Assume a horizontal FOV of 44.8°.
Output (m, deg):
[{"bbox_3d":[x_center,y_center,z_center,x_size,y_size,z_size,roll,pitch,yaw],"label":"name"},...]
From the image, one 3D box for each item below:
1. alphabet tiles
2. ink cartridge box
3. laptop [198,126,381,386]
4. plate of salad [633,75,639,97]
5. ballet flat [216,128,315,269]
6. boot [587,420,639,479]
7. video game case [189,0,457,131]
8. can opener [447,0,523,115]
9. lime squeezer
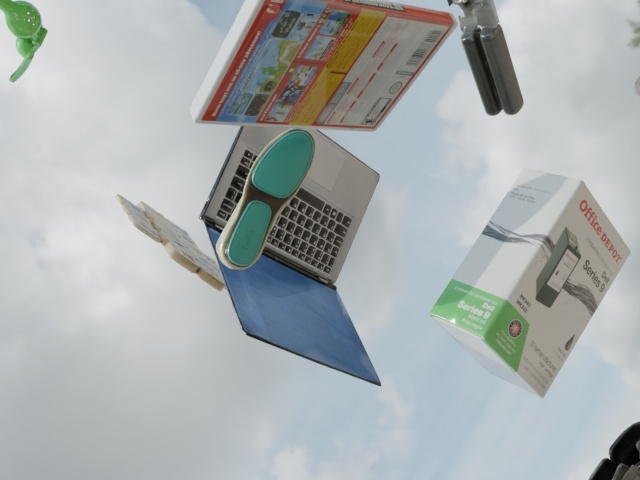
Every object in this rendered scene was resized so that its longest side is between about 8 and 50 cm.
[{"bbox_3d":[-0.283,0.006,1.555,0.021,0.284,0.278,-50,-55,1],"label":"alphabet tiles"},{"bbox_3d":[0.334,0.064,1.218,0.211,0.121,0.289,42,-103,-37],"label":"ink cartridge box"},{"bbox_3d":[0.000,0.000,1.425,0.382,0.236,0.408,30,-99,-45],"label":"laptop"},{"bbox_3d":[0.492,-0.221,0.964,0.199,0.199,0.048,14,-115,-52],"label":"plate of salad"},{"bbox_3d":[-0.092,-0.069,1.238,0.249,0.086,0.086,-59,-39,-6],"label":"ballet flat"},{"bbox_3d":[0.485,0.470,1.221,0.222,0.118,0.338,41,-113,-16],"label":"boot"},{"bbox_3d":[0.006,-0.211,0.942,0.285,0.025,0.204,-3,-33,-37],"label":"video game case"},{"bbox_3d":[0.292,-0.355,1.339,0.095,0.076,0.284,-50,-52,-33],"label":"can opener"},{"bbox_3d":[-0.476,-0.318,1.198,0.310,0.109,0.059,98,169,-69],"label":"lime squeezer"}]
